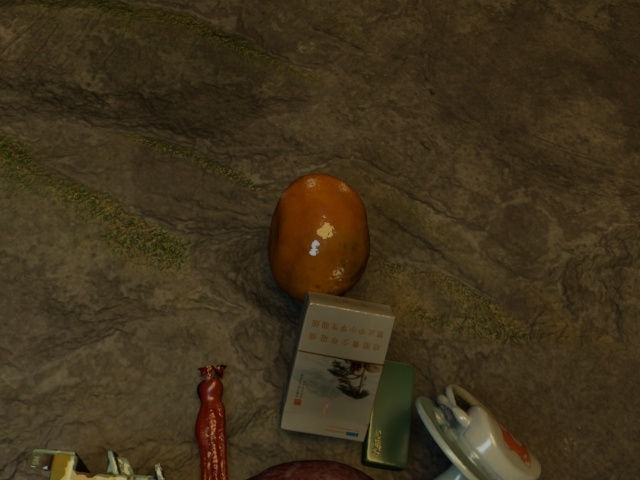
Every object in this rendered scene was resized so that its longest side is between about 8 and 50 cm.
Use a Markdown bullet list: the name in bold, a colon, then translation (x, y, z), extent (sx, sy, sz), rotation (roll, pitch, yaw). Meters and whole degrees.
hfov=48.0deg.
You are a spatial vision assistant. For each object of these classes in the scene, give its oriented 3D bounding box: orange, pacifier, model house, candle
- **orange**: translation (0.000, 0.000, 1.288), extent (0.171, 0.240, 0.240), rotation (9, 62, -14)
- **pacifier**: translation (0.226, 0.391, 1.187), extent (0.233, 0.244, 0.299), rotation (-45, 104, 3)
- **model house**: translation (-0.309, 0.408, 1.020), extent (0.215, 0.224, 0.198), rotation (6, 62, -8)
- **candle**: translation (-0.176, 0.365, 1.172), extent (0.051, 0.048, 0.329), rotation (-19, 62, 25)

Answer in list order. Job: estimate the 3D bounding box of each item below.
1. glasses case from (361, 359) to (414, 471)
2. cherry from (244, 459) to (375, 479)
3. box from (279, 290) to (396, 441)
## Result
- **glasses case**: translation (0.120, 0.307, 1.268), extent (0.078, 0.039, 0.184), rotation (12, 62, -6)
- **cherry**: translation (-0.003, 0.446, 1.085), extent (0.300, 0.203, 0.230), rotation (24, 62, 16)
- **box**: translation (0.026, 0.213, 1.207), extent (0.150, 0.067, 0.233), rotation (12, 103, -5)
